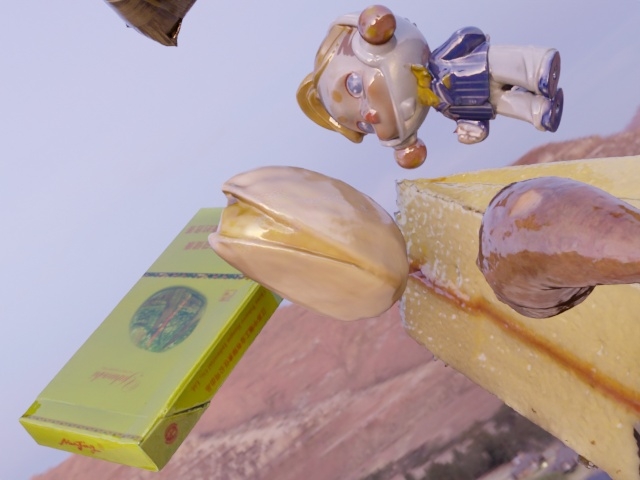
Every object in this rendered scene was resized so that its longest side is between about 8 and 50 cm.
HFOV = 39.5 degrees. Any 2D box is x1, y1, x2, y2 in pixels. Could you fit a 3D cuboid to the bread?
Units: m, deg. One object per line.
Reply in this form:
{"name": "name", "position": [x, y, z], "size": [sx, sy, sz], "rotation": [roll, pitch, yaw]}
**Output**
{"name": "bread", "position": [0.197, 0.082, 0.937], "size": [0.404, 0.346, 0.242], "rotation": [0, 44, 29]}

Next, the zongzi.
{"name": "zongzi", "position": [-0.189, -0.376, 1.006], "size": [0.248, 0.111, 0.241], "rotation": [-53, -31, 2]}

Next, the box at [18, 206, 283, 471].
{"name": "box", "position": [-0.142, 0.082, 0.927], "size": [0.187, 0.047, 0.335], "rotation": [0, 40, 38]}

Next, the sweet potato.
{"name": "sweet potato", "position": [0.107, 0.007, 0.433], "size": [0.059, 0.067, 0.281], "rotation": [-44, -9, 5]}

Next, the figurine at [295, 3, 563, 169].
{"name": "figurine", "position": [0.107, -0.172, 0.908], "size": [0.274, 0.194, 0.133], "rotation": [-10, 42, 43]}

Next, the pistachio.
{"name": "pistachio", "position": [0.000, 0.000, 0.780], "size": [0.145, 0.200, 0.117], "rotation": [13, 76, 47]}
